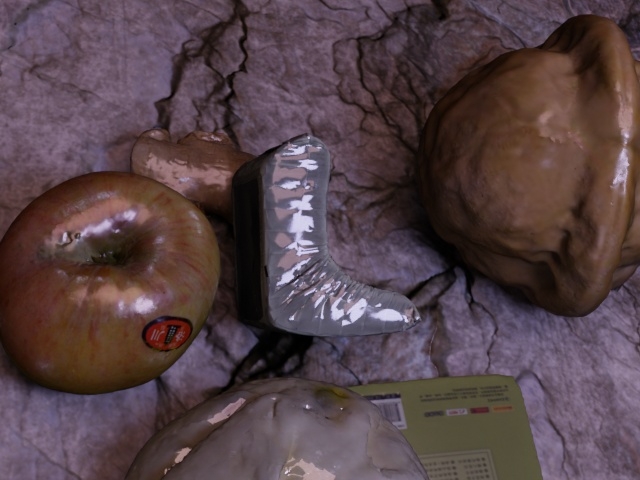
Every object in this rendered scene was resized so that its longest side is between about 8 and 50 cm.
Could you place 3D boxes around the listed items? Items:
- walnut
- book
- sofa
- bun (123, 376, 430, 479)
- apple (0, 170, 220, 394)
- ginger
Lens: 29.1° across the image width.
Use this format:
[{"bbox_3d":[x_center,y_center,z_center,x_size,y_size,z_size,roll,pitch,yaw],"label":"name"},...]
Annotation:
[{"bbox_3d":[0.293,-0.089,1.516,0.384,0.383,0.383,8,58,-13],"label":"walnut"},{"bbox_3d":[0.152,0.324,1.422,0.239,0.035,0.352,-2,61,-16],"label":"book"},{"bbox_3d":[0.000,0.000,1.431,0.176,0.210,0.225,-1,86,-15],"label":"sofa"},{"bbox_3d":[-0.036,0.298,1.259,0.365,0.219,0.365,5,58,-9],"label":"bun"},{"bbox_3d":[-0.239,0.048,1.368,0.261,0.194,0.260,7,58,-11],"label":"apple"},{"bbox_3d":[-0.134,-0.073,1.547,0.213,0.074,0.137,14,74,-5],"label":"ginger"}]
